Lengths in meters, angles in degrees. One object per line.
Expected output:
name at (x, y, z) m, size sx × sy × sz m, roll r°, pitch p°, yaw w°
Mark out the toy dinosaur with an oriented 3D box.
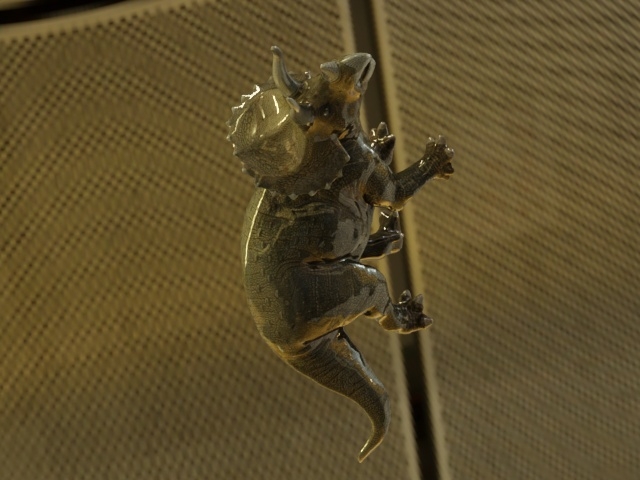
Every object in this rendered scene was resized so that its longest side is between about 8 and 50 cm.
toy dinosaur at (0.000, 0.000, 1.361) m, size 0.160 × 0.121 × 0.314 m, roll -9°, pitch -61°, yaw -32°
